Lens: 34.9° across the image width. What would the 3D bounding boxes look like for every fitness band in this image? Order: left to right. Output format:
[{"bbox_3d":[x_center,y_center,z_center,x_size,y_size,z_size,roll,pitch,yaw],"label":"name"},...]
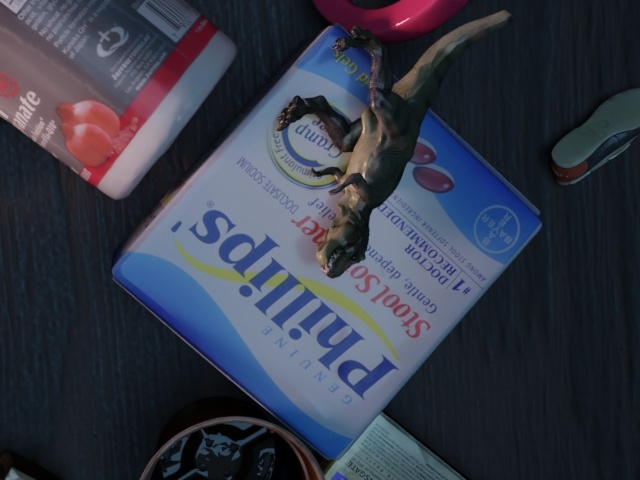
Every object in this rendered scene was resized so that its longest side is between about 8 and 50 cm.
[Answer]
[{"bbox_3d":[0.074,-0.320,0.905,0.054,0.209,0.290,8,96,-56],"label":"fitness band"}]

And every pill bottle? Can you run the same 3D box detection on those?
[{"bbox_3d":[-0.244,-0.194,0.861,0.319,0.176,0.176,38,88,-11],"label":"pill bottle"}]

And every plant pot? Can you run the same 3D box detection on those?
[{"bbox_3d":[-0.088,0.223,0.932,0.167,0.165,0.166,-1,94,-10],"label":"plant pot"}]

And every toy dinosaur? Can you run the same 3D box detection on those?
[{"bbox_3d":[0.043,-0.104,0.832,0.118,0.064,0.268,33,86,-18],"label":"toy dinosaur"}]

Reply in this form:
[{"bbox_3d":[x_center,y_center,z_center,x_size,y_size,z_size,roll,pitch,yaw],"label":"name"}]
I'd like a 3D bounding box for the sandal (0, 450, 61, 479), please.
[{"bbox_3d":[-0.352,0.205,0.922,0.240,0.088,0.079,33,83,-16],"label":"sandal"}]

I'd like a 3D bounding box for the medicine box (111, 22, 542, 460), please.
[{"bbox_3d":[0.000,0.000,0.937,0.263,0.149,0.289,42,86,-11],"label":"medicine box"}]

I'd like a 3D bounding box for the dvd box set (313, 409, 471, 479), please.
[{"bbox_3d":[0.030,0.412,1.023,0.308,0.062,0.420,39,87,-11],"label":"dvd box set"}]

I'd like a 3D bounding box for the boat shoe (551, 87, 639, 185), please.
[{"bbox_3d":[0.292,-0.106,1.035,0.137,0.049,0.043,-36,142,-8],"label":"boat shoe"}]
